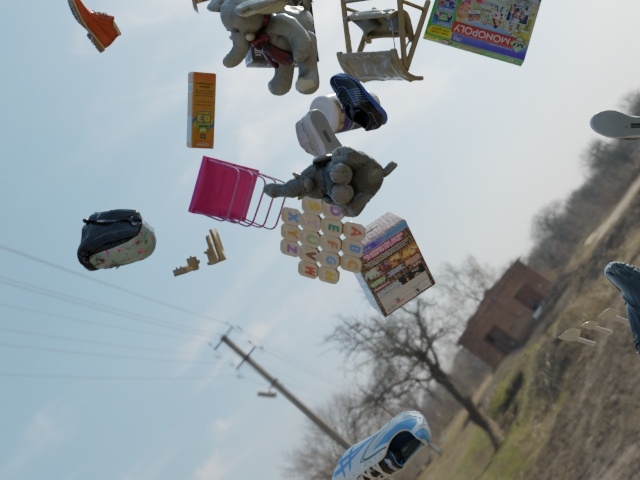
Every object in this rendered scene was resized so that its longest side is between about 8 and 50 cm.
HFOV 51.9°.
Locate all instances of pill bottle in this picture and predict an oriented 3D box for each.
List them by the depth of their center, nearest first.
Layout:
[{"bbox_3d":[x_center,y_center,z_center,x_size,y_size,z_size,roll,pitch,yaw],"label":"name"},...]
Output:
[{"bbox_3d":[0.098,-0.493,2.511,0.264,0.153,0.153,-21,-35,-39],"label":"pill bottle"}]

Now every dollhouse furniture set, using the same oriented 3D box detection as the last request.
[{"bbox_3d":[-0.447,0.040,2.362,0.151,0.123,0.144,-17,3,15],"label":"dollhouse furniture set"}]

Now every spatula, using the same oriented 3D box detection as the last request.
[{"bbox_3d":[0.785,0.250,1.870,0.168,0.019,0.242,-42,-35,24],"label":"spatula"}]

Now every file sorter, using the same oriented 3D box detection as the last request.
[{"bbox_3d":[-0.279,-0.157,2.316,0.290,0.182,0.202,8,-79,-57],"label":"file sorter"}]

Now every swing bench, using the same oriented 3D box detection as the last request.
[{"bbox_3d":[0.190,-0.629,2.064,0.165,0.253,0.255,-1,-81,-43],"label":"swing bench"}]

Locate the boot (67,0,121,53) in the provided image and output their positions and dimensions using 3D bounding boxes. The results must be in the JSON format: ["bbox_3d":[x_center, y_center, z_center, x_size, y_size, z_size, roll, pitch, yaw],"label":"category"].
[{"bbox_3d":[-0.560,-0.552,1.632,0.084,0.059,0.158,-38,-38,-8],"label":"boot"}]

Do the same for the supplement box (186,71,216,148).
[{"bbox_3d":[-0.370,-0.402,2.042,0.078,0.080,0.233,-2,-76,-25],"label":"supplement box"}]

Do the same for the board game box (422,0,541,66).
[{"bbox_3d":[0.500,-0.685,2.039,0.046,0.317,0.213,83,-156,-81],"label":"board game box"}]

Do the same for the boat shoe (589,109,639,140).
[{"bbox_3d":[0.719,-0.269,1.581,0.083,0.183,0.065,172,102,-82],"label":"boat shoe"}]

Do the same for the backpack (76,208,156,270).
[{"bbox_3d":[-0.513,-0.003,1.673,0.182,0.152,0.115,-16,-35,10],"label":"backpack"}]

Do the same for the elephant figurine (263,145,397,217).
[{"bbox_3d":[0.018,-0.145,1.549,0.186,0.239,0.169,31,-106,-34],"label":"elephant figurine"}]

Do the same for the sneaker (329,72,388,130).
[{"bbox_3d":[0.099,-0.422,2.001,0.090,0.232,0.081,-31,-22,-40],"label":"sneaker"}]

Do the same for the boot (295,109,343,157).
[{"bbox_3d":[0.002,-0.316,2.266,0.095,0.258,0.123,-24,2,-34],"label":"boot"}]

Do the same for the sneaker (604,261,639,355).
[{"bbox_3d":[0.589,0.145,1.156,0.109,0.286,0.130,18,-64,-32],"label":"sneaker"}]

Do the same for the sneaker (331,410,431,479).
[{"bbox_3d":[0.106,0.409,1.219,0.237,0.085,0.086,-45,10,13],"label":"sneaker"}]

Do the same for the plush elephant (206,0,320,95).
[{"bbox_3d":[-0.151,-0.534,1.693,0.255,0.272,0.330,-1,-72,-24],"label":"plush elephant"}]

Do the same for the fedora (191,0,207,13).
[{"bbox_3d":[-0.354,-0.778,1.962,0.079,0.194,0.194,-8,-29,-6],"label":"fedora"}]

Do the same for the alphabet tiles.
[{"bbox_3d":[0.000,0.000,2.026,0.021,0.278,0.284,-47,-34,-55],"label":"alphabet tiles"}]

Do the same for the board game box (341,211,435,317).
[{"bbox_3d":[0.241,0.086,2.388,0.232,0.291,0.141,-32,22,-10],"label":"board game box"}]

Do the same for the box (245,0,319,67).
[{"bbox_3d":[-0.142,-0.731,2.179,0.242,0.307,0.076,-8,1,-24],"label":"box"}]
